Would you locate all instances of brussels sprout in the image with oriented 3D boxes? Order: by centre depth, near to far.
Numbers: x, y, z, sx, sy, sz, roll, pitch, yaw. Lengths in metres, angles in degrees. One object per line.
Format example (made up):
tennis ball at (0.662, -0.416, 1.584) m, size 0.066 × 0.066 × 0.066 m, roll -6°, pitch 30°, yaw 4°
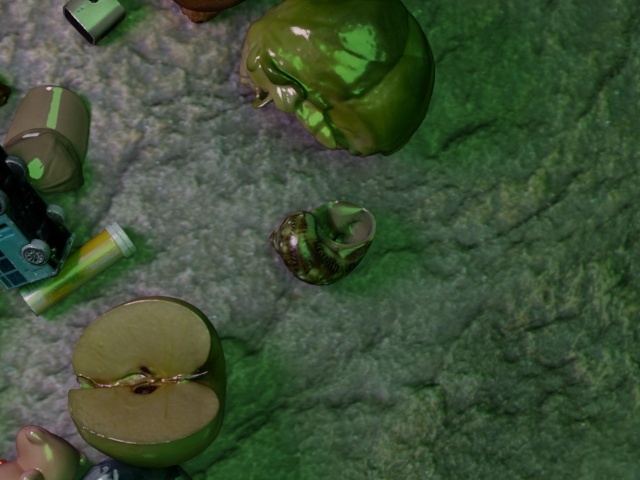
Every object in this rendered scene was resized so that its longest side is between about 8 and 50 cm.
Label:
brussels sprout at (0.038, -0.335, 1.790) m, size 0.371 × 0.276 × 0.315 m, roll 18°, pitch 97°, yaw -7°

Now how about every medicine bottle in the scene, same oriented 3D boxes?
medicine bottle at (-0.449, 0.052, 1.748) m, size 0.218 × 0.074 × 0.074 m, roll -36°, pitch 97°, yaw -11°

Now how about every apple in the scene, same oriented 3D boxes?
apple at (-0.300, 0.260, 1.690) m, size 0.257 × 0.233 × 0.295 m, roll -9°, pitch 67°, yaw 4°

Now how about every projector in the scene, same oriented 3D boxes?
projector at (-0.422, -0.424, 1.760) m, size 0.082 × 0.083 × 0.083 m, roll -45°, pitch 100°, yaw -12°

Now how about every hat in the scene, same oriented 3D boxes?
hat at (-0.500, -0.187, 1.718) m, size 0.166 × 0.144 × 0.173 m, roll 12°, pitch 108°, yaw -16°

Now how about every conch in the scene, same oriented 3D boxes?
conch at (-0.001, 0.001, 1.843) m, size 0.181 × 0.124 × 0.187 m, roll 28°, pitch 56°, yaw -2°

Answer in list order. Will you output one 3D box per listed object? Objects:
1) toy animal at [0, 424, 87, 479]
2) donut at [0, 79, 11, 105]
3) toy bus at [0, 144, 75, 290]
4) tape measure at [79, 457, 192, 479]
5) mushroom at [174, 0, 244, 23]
toy animal at (-0.523, 0.432, 1.673) m, size 0.171 × 0.171 × 0.198 m, roll 38°, pitch 77°, yaw -11°
donut at (-0.677, -0.244, 1.654) m, size 0.259 × 0.152 × 0.101 m, roll -31°, pitch 89°, yaw -16°
toy bus at (-0.558, -0.047, 1.632) m, size 0.147 × 0.128 × 0.256 m, roll -19°, pitch 125°, yaw 19°
tape measure at (-0.339, 0.527, 1.713) m, size 0.256 × 0.147 × 0.275 m, roll 21°, pitch 87°, yaw -19°
mushroom at (-0.198, -0.578, 1.713) m, size 0.345 × 0.239 × 0.345 m, roll 3°, pitch 102°, yaw 14°
